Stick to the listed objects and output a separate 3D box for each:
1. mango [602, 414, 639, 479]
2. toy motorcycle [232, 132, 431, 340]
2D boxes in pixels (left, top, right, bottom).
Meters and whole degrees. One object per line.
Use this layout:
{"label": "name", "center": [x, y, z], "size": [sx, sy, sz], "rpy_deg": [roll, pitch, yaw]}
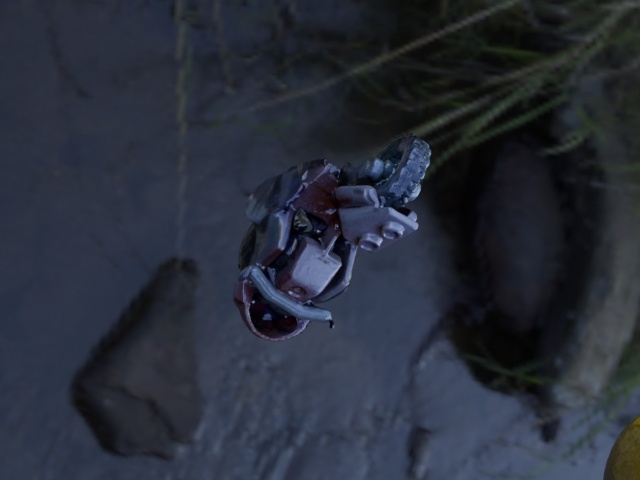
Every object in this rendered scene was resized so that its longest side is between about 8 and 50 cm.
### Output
{"label": "mango", "center": [0.342, 0.278, 1.531], "size": [0.182, 0.253, 0.365], "rpy_deg": [-16, 157, -6]}
{"label": "toy motorcycle", "center": [-0.001, 0.000, 1.251], "size": [0.082, 0.213, 0.122], "rpy_deg": [27, 56, -26]}
